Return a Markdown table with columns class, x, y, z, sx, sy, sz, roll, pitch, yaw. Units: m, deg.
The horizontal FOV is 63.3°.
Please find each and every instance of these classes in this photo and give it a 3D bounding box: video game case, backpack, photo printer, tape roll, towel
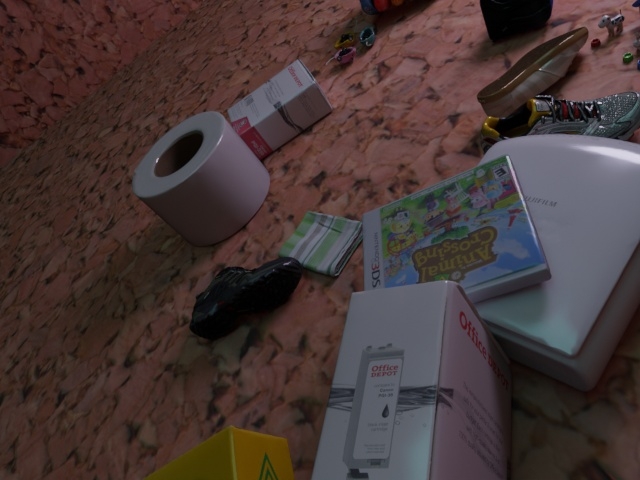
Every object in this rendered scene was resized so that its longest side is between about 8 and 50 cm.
| class | x | y | z | sx | sy | sz | roll | pitch | yaw |
| --- | --- | --- | --- | --- | --- | --- | --- | --- | --- |
| video game case | 0.148 | 0.001 | 0.634 | 0.212 | 0.023 | 0.193 | -22 | 41 | 24 |
| backpack | 0.378 | -0.458 | 0.989 | 0.120 | 0.098 | 0.101 | -5 | 47 | 36 |
| photo printer | 0.275 | -0.004 | 0.640 | 0.256 | 0.107 | 0.307 | 22 | 69 | 47 |
| tape roll | -0.253 | -0.132 | 1.117 | 0.246 | 0.169 | 0.246 | -22 | 43 | 22 |
| towel | 0.000 | 0.000 | 0.914 | 0.152 | 0.023 | 0.113 | 16 | 64 | 45 |

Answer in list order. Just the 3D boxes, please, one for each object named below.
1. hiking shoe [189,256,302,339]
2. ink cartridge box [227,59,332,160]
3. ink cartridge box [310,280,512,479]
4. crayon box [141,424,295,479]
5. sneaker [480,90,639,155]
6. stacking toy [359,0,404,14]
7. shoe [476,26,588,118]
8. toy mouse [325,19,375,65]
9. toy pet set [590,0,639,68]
| class | x | y | z | sx | sy | sz | roll | pitch | yaw |
| --- | --- | --- | --- | --- | --- | --- | --- | --- | --- |
| hiking shoe | -0.137 | 0.075 | 0.901 | 0.227 | 0.086 | 0.114 | -30 | 44 | 13 |
| ink cartridge box | -0.098 | -0.309 | 1.222 | 0.218 | 0.092 | 0.158 | -35 | 40 | 9 |
| ink cartridge box | 0.099 | 0.211 | 0.498 | 0.117 | 0.207 | 0.283 | -11 | 47 | 33 |
| crayon box | -0.165 | 0.417 | 0.526 | 0.363 | 0.106 | 0.313 | -36 | 45 | 20 |
| sneaker | 0.343 | -0.164 | 0.748 | 0.225 | 0.092 | 0.088 | -15 | 46 | 26 |
| stacking toy | 0.245 | -0.651 | 1.250 | 0.302 | 0.165 | 0.175 | 2 | 11 | 18 |
| shoe | 0.363 | -0.281 | 0.877 | 0.219 | 0.058 | 0.076 | -36 | 20 | -2 |
| toy mouse | 0.088 | -0.478 | 1.282 | 0.161 | 0.031 | 0.143 | -48 | 40 | -9 |
| toy pet set | 0.505 | -0.347 | 0.814 | 0.114 | 0.065 | 0.122 | -35 | 40 | 6 |
